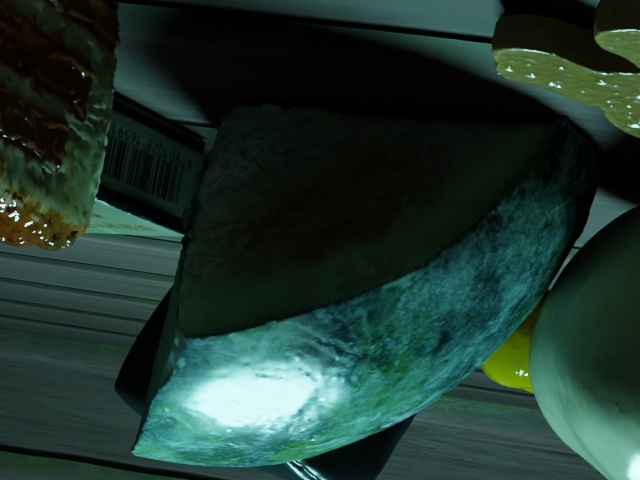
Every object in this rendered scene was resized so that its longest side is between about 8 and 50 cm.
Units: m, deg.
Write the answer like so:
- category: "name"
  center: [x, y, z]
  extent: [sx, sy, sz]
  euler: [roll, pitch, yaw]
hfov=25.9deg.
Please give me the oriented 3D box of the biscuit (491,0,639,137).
- category: "biscuit"
  center: [0.208, -0.081, 0.750]
  extent: [0.236, 0.040, 0.144]
  euler: [16, 174, -36]

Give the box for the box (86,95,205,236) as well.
- category: "box"
  center: [-0.252, -0.080, 1.018]
  extent: [0.198, 0.084, 0.310]
  euler: [2, 167, 34]

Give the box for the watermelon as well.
- category: "watermelon"
  center: [0.000, 0.000, 0.985]
  extent: [0.387, 0.258, 0.228]
  euler: [-32, 148, -3]

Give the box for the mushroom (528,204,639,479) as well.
- category: "mushroom"
  center: [0.278, 0.087, 0.974]
  extent: [0.234, 0.260, 0.254]
  euler: [41, 128, -3]

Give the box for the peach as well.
- category: "peach"
  center: [0.260, 0.121, 1.544]
  extent: [0.179, 0.103, 0.179]
  euler: [11, 172, 2]

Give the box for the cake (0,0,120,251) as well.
- category: "cake"
  center: [-0.174, -0.089, 0.724]
  extent: [0.160, 0.158, 0.262]
  euler: [9, 168, -18]

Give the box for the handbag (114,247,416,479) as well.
- category: "handbag"
  center: [-0.022, 0.062, 1.210]
  extent: [0.178, 0.275, 0.302]
  euler: [38, 163, -28]
